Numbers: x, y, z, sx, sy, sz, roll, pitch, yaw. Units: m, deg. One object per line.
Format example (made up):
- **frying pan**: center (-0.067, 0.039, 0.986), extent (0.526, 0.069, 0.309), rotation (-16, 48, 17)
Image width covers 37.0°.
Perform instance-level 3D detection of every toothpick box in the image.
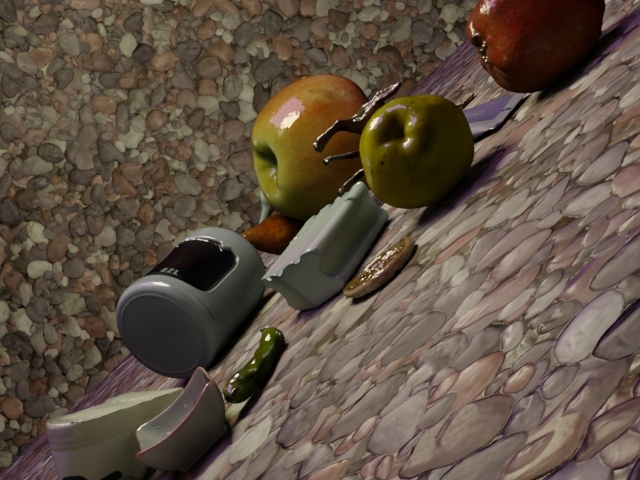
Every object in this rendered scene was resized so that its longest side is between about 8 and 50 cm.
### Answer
- **toothpick box**: center (-0.260, 0.126, 2.109), extent (0.263, 0.263, 0.355), rotation (-38, 8, 35)

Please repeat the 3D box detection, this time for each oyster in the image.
- **oyster**: center (0.336, -0.324, 2.297), extent (0.083, 0.019, 0.054), rotation (-42, 8, -8)

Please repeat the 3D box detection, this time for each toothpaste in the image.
- **toothpaste**: center (0.252, -0.211, 1.886), extent (0.125, 0.080, 0.371), rotation (-46, 13, -29)

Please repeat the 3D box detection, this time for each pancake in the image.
- **pancake**: center (0.090, 0.043, 1.451), extent (0.139, 0.022, 0.139), rotation (-41, 7, 6)

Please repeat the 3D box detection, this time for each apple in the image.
- **apple**: center (-0.013, -0.216, 2.261), extent (0.305, 0.339, 0.338), rotation (-25, 3, -13)

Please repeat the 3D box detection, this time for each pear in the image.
- **pear**: center (0.159, -0.145, 1.563), extent (0.198, 0.198, 0.198), rotation (-42, 7, 6)

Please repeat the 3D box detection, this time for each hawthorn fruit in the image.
- **hawthorn fruit**: center (0.390, -0.378, 1.639), extent (0.262, 0.211, 0.210), rotation (-29, 8, 2)

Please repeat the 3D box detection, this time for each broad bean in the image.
- **broad bean**: center (-0.099, 0.190, 1.503), extent (0.256, 0.052, 0.052), rotation (-60, -20, -69)

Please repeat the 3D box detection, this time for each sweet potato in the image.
- **sweet potato**: center (-0.080, -0.017, 2.348), extent (0.112, 0.112, 0.359), rotation (-37, -15, 38)

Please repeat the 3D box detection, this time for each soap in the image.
- **soap**: center (0.009, 0.020, 1.735), extent (0.173, 0.095, 0.289), rotation (-37, 9, 34)

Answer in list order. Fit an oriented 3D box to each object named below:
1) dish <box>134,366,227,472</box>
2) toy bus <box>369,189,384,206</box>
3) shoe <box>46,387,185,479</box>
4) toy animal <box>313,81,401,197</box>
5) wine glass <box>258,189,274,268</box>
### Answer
- **dish**: center (-0.200, 0.277, 1.433), extent (0.151, 0.077, 0.212), rotation (-46, 7, -9)
- **toy bus**: center (0.107, -0.087, 2.068), extent (0.052, 0.037, 0.130), rotation (-42, 8, -13)
- **shoe**: center (-0.319, 0.343, 1.594), extent (0.131, 0.160, 0.363), rotation (-7, -1, 18)
- **toy animal**: center (0.130, -0.173, 1.701), extent (0.259, 0.087, 0.243), rotation (-24, -27, 4)
- **wine glass**: center (-0.139, -0.076, 2.516), extent (0.264, 0.096, 0.310), rotation (129, 162, -81)
